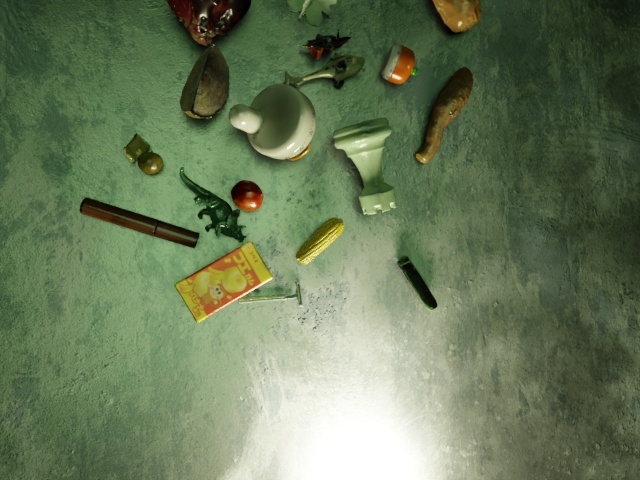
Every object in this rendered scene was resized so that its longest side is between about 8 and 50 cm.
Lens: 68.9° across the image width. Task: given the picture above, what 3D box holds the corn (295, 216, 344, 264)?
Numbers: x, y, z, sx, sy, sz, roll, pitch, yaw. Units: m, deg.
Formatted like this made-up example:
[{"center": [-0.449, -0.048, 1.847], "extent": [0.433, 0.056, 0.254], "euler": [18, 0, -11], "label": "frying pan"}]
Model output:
[{"center": [0.000, 0.000, 1.562], "extent": [0.206, 0.067, 0.067], "euler": [-45, 97, -10], "label": "corn"}]

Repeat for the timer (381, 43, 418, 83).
[{"center": [0.284, -0.610, 1.627], "extent": [0.136, 0.099, 0.136], "euler": [0, 97, -4], "label": "timer"}]

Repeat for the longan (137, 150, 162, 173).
[{"center": [-0.534, -0.249, 1.463], "extent": [0.075, 0.075, 0.083], "euler": [-4, 60, -12], "label": "longan"}]

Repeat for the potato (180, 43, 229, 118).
[{"center": [-0.374, -0.483, 1.506], "extent": [0.120, 0.100, 0.260], "euler": [33, 62, -47], "label": "potato"}]

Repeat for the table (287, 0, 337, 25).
[{"center": [-0.015, -0.829, 1.521], "extent": [0.167, 0.198, 0.166], "euler": [0, 88, -11], "label": "table"}]

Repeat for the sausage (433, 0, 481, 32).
[{"center": [0.478, -0.867, 1.667], "extent": [0.136, 0.120, 0.241], "euler": [-30, 93, -23], "label": "sausage"}]

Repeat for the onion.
[{"center": [-0.343, -0.768, 1.450], "extent": [0.281, 0.221, 0.280], "euler": [6, 79, -35], "label": "onion"}]

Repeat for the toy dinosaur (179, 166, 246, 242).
[{"center": [-0.355, -0.097, 1.488], "extent": [0.292, 0.079, 0.120], "euler": [37, 76, -11], "label": "toy dinosaur"}]

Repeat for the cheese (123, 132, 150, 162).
[{"center": [-0.585, -0.287, 1.464], "extent": [0.060, 0.041, 0.084], "euler": [44, 69, -14], "label": "cheese"}]

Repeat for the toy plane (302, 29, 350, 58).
[{"center": [0.034, -0.678, 1.589], "extent": [0.189, 0.130, 0.061], "euler": [-36, 138, -25], "label": "toy plane"}]

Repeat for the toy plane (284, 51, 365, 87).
[{"center": [0.021, -0.575, 1.582], "extent": [0.287, 0.092, 0.108], "euler": [-25, 72, -12], "label": "toy plane"}]

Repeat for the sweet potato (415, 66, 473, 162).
[{"center": [0.445, -0.456, 1.652], "extent": [0.109, 0.109, 0.384], "euler": [29, 83, -9], "label": "sweet potato"}]

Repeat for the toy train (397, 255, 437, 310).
[{"center": [0.344, 0.151, 1.641], "extent": [0.044, 0.042, 0.209], "euler": [-32, 96, 12], "label": "toy train"}]

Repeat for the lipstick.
[{"center": [-0.559, -0.054, 1.453], "extent": [0.357, 0.057, 0.057], "euler": [18, 84, -11], "label": "lipstick"}]

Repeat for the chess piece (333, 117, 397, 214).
[{"center": [0.165, -0.243, 1.558], "extent": [0.195, 0.194, 0.298], "euler": [-17, 100, -12], "label": "chess piece"}]

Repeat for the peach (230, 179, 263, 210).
[{"center": [-0.238, -0.144, 1.505], "extent": [0.101, 0.101, 0.100], "euler": [0, 88, -12], "label": "peach"}]

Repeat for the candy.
[{"center": [-0.305, 0.129, 1.483], "extent": [0.276, 0.088, 0.146], "euler": [-32, 93, -11], "label": "candy"}]

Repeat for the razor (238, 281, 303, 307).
[{"center": [-0.166, 0.190, 1.542], "extent": [0.212, 0.036, 0.084], "euler": [-5, 65, -6], "label": "razor"}]

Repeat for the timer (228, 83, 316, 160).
[{"center": [-0.140, -0.375, 1.460], "extent": [0.234, 0.240, 0.233], "euler": [-2, 85, 30], "label": "timer"}]
